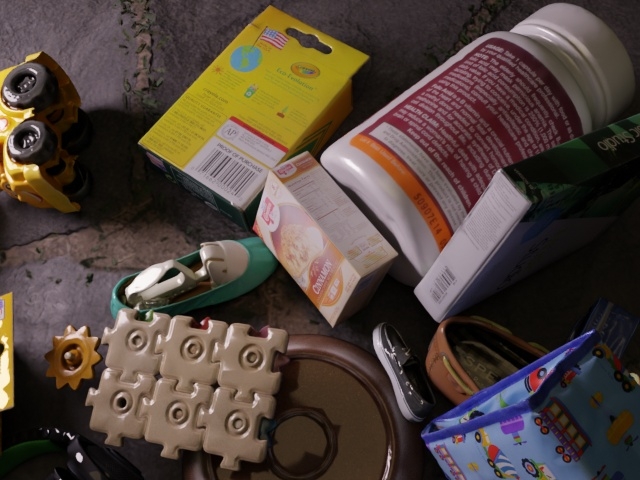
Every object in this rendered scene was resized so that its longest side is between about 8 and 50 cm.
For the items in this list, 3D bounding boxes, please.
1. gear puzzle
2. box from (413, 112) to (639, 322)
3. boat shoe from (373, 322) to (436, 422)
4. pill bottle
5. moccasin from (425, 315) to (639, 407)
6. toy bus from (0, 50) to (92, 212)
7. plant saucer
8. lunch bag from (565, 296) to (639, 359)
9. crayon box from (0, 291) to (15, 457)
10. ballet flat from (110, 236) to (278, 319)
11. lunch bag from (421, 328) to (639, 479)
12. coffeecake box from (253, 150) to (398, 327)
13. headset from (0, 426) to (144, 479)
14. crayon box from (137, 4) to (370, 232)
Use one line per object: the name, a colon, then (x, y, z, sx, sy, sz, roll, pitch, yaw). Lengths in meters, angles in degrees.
gear puzzle: (-0.204, 0.178, 0.948, 0.339, 0.044, 0.175, 5, 74, 18)
box: (0.282, -0.035, 0.894, 0.322, 0.232, 0.058, -23, 65, -32)
boat shoe: (0.110, 0.161, 0.959, 0.049, 0.040, 0.142, 11, 46, -39)
pill bottle: (0.213, -0.135, 1.009, 0.392, 0.224, 0.224, -37, 67, -12)
moccasin: (0.297, 0.211, 0.877, 0.380, 0.147, 0.139, 40, 73, 20)
toy bus: (-0.462, -0.143, 1.107, 0.211, 0.149, 0.220, -11, 66, 3)
plant saucer: (-0.024, 0.258, 0.935, 0.311, 0.050, 0.310, -1, 64, 2)
lunch bag: (0.353, 0.127, 0.958, 0.065, 0.067, 0.098, 29, 71, 17)
crayon box: (-0.522, 0.212, 0.939, 0.323, 0.083, 0.203, -21, 43, -5)
ballet flat: (-0.170, 0.050, 1.023, 0.247, 0.087, 0.083, -24, 62, -8)
lunch bag: (0.230, 0.262, 0.787, 0.138, 0.293, 0.221, -31, 80, -36)
coffeecake box: (0.000, 0.000, 0.990, 0.068, 0.142, 0.185, -30, 70, -29)
headset: (-0.270, 0.367, 0.876, 0.394, 0.185, 0.243, 7, 60, 24)
crayon box: (-0.091, -0.192, 1.137, 0.202, 0.081, 0.318, 33, 72, 18)
